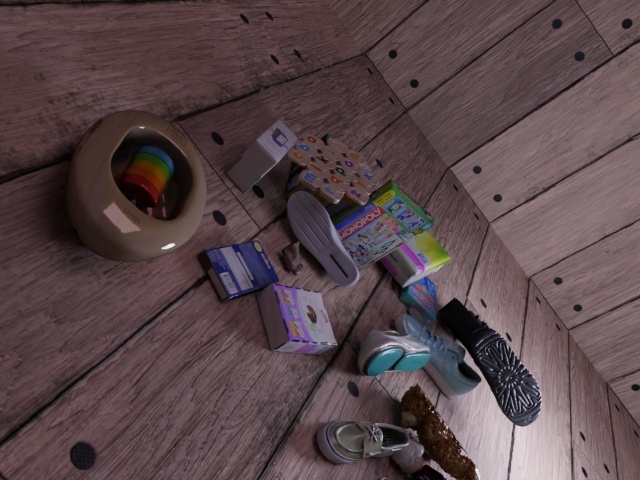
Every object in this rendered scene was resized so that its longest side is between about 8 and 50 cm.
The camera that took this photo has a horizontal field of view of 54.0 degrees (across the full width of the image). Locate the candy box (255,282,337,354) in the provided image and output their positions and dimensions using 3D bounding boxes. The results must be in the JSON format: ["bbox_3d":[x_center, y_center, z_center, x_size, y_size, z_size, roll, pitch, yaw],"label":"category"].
[{"bbox_3d":[-0.061,0.210,1.656,0.196,0.070,0.164,17,47,-48],"label":"candy box"}]

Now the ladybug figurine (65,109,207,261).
[{"bbox_3d":[-0.405,-0.115,1.377,0.305,0.162,0.449,43,31,-21],"label":"ladybug figurine"}]

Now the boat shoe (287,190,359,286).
[{"bbox_3d":[0.000,0.000,1.949,0.335,0.121,0.119,60,-1,-5],"label":"boat shoe"}]

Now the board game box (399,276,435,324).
[{"bbox_3d":[0.366,0.192,2.348,0.160,0.047,0.210,44,30,-19],"label":"board game box"}]

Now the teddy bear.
[{"bbox_3d":[0.331,0.574,1.775,0.338,0.113,0.245,54,-2,7],"label":"teddy bear"}]

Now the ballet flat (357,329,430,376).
[{"bbox_3d":[0.198,0.329,1.893,0.400,0.139,0.139,15,48,-56],"label":"ballet flat"}]

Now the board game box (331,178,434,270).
[{"bbox_3d":[0.173,-0.040,2.016,0.214,0.317,0.046,37,35,-30],"label":"board game box"}]

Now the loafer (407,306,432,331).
[{"bbox_3d":[0.344,0.294,2.224,0.045,0.039,0.125,-7,47,-36],"label":"loafer"}]

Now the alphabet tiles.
[{"bbox_3d":[0.041,-0.220,1.927,0.278,0.021,0.284,33,41,0],"label":"alphabet tiles"}]

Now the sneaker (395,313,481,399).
[{"bbox_3d":[0.405,0.366,2.117,0.366,0.150,0.135,48,28,-14],"label":"sneaker"}]

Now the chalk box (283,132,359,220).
[{"bbox_3d":[0.016,-0.218,2.111,0.179,0.180,0.288,42,32,-23],"label":"chalk box"}]

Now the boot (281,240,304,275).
[{"bbox_3d":[-0.073,0.053,1.841,0.086,0.042,0.118,60,29,-4],"label":"boot"}]

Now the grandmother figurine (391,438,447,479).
[{"bbox_3d":[0.303,0.689,1.689,0.342,0.104,0.208,57,12,10],"label":"grandmother figurine"}]

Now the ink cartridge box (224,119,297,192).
[{"bbox_3d":[-0.174,-0.255,1.884,0.093,0.154,0.212,46,30,-8],"label":"ink cartridge box"}]

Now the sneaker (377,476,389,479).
[{"bbox_3d":[0.226,0.687,1.563,0.234,0.097,0.084,59,28,6],"label":"sneaker"}]

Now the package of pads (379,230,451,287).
[{"bbox_3d":[0.324,0.034,2.333,0.229,0.101,0.297,51,34,17],"label":"package of pads"}]

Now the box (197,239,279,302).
[{"bbox_3d":[-0.204,0.074,1.615,0.225,0.037,0.136,-13,72,-58],"label":"box"}]

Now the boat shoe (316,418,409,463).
[{"bbox_3d":[0.112,0.497,1.592,0.302,0.094,0.109,18,45,-48],"label":"boat shoe"}]

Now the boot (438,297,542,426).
[{"bbox_3d":[0.592,0.418,2.247,0.366,0.146,0.445,63,-3,-9],"label":"boot"}]
